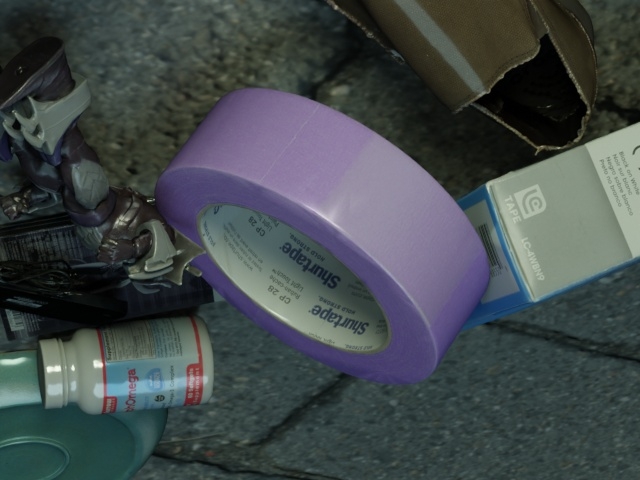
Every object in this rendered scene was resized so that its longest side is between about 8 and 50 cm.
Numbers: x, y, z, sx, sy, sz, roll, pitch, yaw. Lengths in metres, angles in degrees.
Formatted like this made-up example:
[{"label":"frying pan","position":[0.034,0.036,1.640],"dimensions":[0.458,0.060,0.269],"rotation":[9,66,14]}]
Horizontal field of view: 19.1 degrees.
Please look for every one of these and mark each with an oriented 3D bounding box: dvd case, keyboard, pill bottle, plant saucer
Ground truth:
[{"label":"dvd case","position":[-0.190,0.022,1.737],"dimensions":[0.221,0.018,0.164],"rotation":[-10,145,-5]},{"label":"keyboard","position":[-0.258,0.037,1.701],"dimensions":[0.192,0.038,0.100],"rotation":[13,160,-35]},{"label":"pill bottle","position":[-0.187,0.121,1.818],"dimensions":[0.160,0.087,0.087],"rotation":[-5,145,-14]},{"label":"plant saucer","position":[-0.310,0.215,1.951],"dimensions":[0.317,0.044,0.317],"rotation":[-10,147,-7]}]

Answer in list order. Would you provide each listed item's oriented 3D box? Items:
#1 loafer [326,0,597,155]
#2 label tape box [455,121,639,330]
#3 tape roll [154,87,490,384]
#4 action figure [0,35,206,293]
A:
[{"label":"loafer","position":[0.114,-0.175,1.465],"dimensions":[0.134,0.130,0.366],"rotation":[-36,141,27]},{"label":"label tape box","position":[0.278,-0.042,1.642],"dimensions":[0.347,0.115,0.249],"rotation":[-23,177,-13]},{"label":"tape roll","position":[0.000,0.000,1.565],"dimensions":[0.090,0.275,0.275],"rotation":[-54,155,-23]},{"label":"action figure","position":[-0.200,-0.044,1.533],"dimensions":[0.185,0.099,0.285],"rotation":[14,151,38]}]
